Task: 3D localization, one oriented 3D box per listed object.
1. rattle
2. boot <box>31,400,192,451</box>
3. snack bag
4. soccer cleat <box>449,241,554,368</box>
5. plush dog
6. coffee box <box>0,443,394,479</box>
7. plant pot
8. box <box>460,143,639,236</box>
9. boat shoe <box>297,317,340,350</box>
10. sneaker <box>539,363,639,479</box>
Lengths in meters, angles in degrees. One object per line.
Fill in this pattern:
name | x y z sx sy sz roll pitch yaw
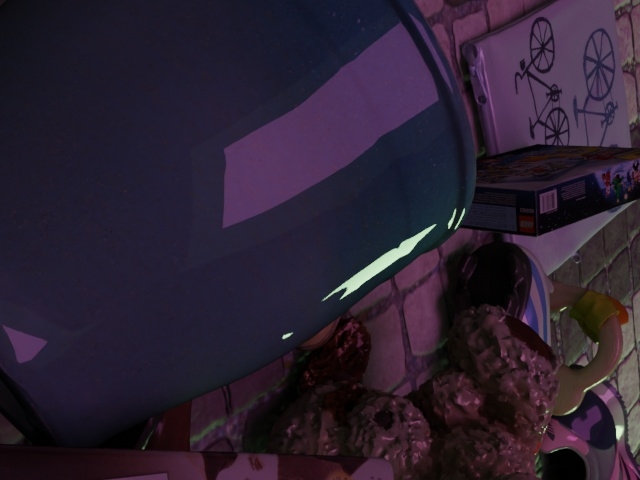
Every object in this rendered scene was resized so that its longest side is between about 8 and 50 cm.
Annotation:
rattle | 0.289 0.153 1.167 0.143 0.130 0.199 13 91 -79
boot | -0.083 0.204 0.699 0.280 0.096 0.264 43 45 -53
snack bag | 0.288 -0.127 1.181 0.343 0.037 0.322 -34 119 -41
soccer cleat | 0.185 0.166 1.012 0.143 0.116 0.331 32 68 -48
plush dog | 0.067 0.187 0.805 0.262 0.226 0.210 -80 -174 -46
coffee box | -0.122 0.160 0.435 0.297 0.168 0.118 13 65 -43
plant pot | -0.099 -0.025 0.536 0.255 0.272 0.271 -42 126 -25
box | 0.217 -0.056 0.970 0.233 0.159 0.044 -16 106 -40
boat shoe | 0.000 0.000 0.804 0.060 0.064 0.177 35 69 -50
sneaker | 0.339 0.307 1.249 0.131 0.112 0.319 -41 122 -22
